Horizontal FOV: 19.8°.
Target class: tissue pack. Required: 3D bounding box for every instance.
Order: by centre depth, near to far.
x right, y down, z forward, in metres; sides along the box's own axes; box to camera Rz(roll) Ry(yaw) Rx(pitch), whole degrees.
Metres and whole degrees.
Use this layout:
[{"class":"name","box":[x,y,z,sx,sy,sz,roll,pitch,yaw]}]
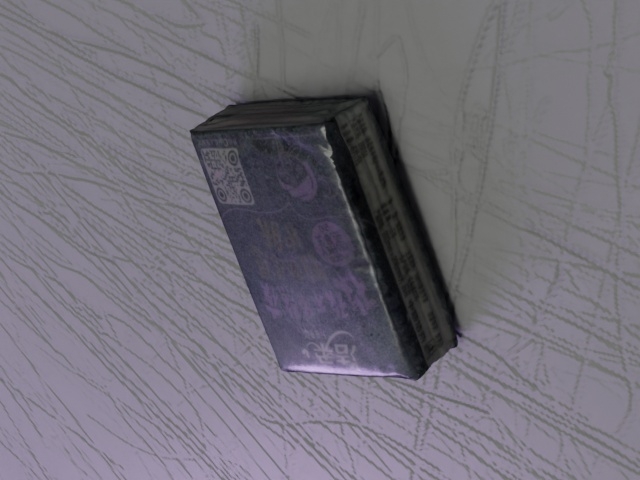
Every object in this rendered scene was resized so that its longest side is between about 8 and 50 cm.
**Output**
[{"class":"tissue pack","box":[0.000,0.000,1.001,0.112,0.051,0.156,0,118,45]}]
